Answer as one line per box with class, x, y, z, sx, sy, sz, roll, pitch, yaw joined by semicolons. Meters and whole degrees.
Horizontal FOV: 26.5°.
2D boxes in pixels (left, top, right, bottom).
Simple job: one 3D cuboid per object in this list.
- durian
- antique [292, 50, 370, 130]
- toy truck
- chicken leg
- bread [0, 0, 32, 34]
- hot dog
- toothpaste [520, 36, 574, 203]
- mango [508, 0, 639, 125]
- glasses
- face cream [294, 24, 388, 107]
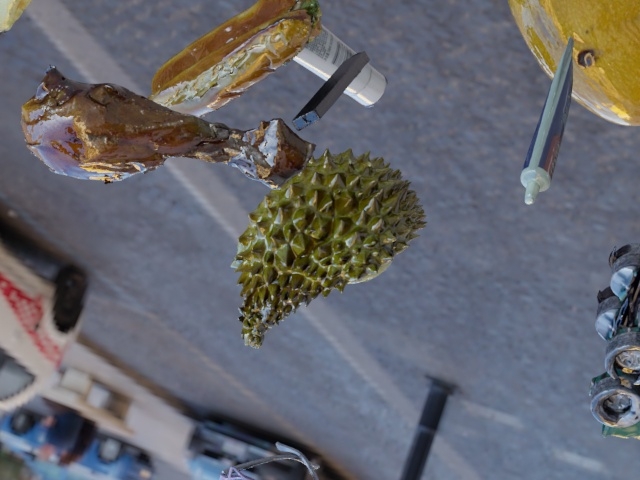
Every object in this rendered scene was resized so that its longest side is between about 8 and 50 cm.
durian;0.000;0.000;1.689;0.172;0.306;0.166;44;164;6
antique;0.014;-0.165;1.477;0.031;0.192;0.015;-22;108;28
toy truck;0.251;0.036;0.883;0.116;0.110;0.216;13;130;4
chicken leg;-0.156;-0.105;1.396;0.304;0.093;0.113;6;129;-5
bread;-0.566;-0.522;2.324;0.345;0.405;0.242;25;-161;9
hot dog;-0.107;-0.220;1.658;0.269;0.115;0.072;-25;119;32
toothpaste;0.159;-0.080;0.934;0.021;0.140;0.037;10;146;17
mango;0.303;-0.257;1.525;0.295;0.177;0.120;49;160;-8
glasses;-0.040;0.276;1.632;0.140;0.104;0.062;22;135;5
face cream;0.004;-0.280;2.039;0.058;0.092;0.243;-5;151;46
